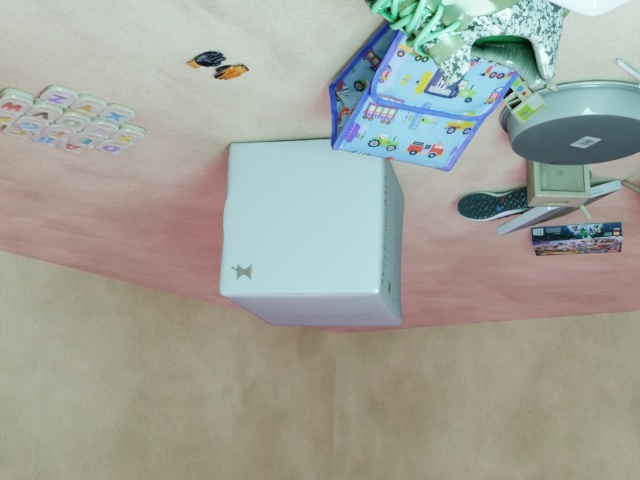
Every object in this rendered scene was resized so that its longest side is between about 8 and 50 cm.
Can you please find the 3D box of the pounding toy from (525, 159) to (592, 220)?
[{"bbox_3d":[0.497,-0.117,1.641,0.141,0.130,0.100,1,165,1],"label":"pounding toy"}]

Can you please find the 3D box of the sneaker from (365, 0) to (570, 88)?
[{"bbox_3d":[0.142,-0.285,0.966,0.411,0.182,0.158,7,164,-18],"label":"sneaker"}]

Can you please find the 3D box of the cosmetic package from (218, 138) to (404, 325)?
[{"bbox_3d":[0.000,0.000,1.751,0.328,0.329,0.393,-1,165,13],"label":"cosmetic package"}]

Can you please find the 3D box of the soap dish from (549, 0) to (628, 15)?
[{"bbox_3d":[0.268,-0.356,0.816,0.291,0.118,0.229,11,162,-30],"label":"soap dish"}]

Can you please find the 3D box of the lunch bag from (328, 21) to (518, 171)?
[{"bbox_3d":[0.169,-0.252,1.254,0.221,0.138,0.293,8,151,-19],"label":"lunch bag"}]

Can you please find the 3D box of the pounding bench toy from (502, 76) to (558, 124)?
[{"bbox_3d":[0.341,-0.248,1.323,0.083,0.065,0.052,-39,148,18],"label":"pounding bench toy"}]

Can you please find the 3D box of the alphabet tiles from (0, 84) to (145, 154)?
[{"bbox_3d":[-0.495,-0.226,1.562,0.284,0.021,0.278,13,161,-38],"label":"alphabet tiles"}]

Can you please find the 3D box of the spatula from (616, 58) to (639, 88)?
[{"bbox_3d":[0.577,-0.207,1.289,0.242,0.168,0.019,19,129,-37],"label":"spatula"}]

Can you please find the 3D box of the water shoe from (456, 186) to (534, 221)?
[{"bbox_3d":[0.427,-0.077,1.905,0.203,0.072,0.080,-6,166,27],"label":"water shoe"}]

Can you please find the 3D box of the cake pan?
[{"bbox_3d":[0.477,-0.204,1.461,0.293,0.054,0.293,2,166,1],"label":"cake pan"}]

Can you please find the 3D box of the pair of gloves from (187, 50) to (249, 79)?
[{"bbox_3d":[-0.167,-0.287,1.320,0.074,0.010,0.083,-10,158,40],"label":"pair of gloves"}]

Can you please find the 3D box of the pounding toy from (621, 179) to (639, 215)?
[{"bbox_3d":[0.777,-0.105,1.773,0.154,0.154,0.269,-34,164,15],"label":"pounding toy"}]

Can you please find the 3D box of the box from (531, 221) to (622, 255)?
[{"bbox_3d":[0.704,-0.001,2.203,0.233,0.044,0.159,-3,164,19],"label":"box"}]

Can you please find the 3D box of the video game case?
[{"bbox_3d":[0.548,-0.074,1.861,0.206,0.026,0.227,-16,170,-20],"label":"video game case"}]
